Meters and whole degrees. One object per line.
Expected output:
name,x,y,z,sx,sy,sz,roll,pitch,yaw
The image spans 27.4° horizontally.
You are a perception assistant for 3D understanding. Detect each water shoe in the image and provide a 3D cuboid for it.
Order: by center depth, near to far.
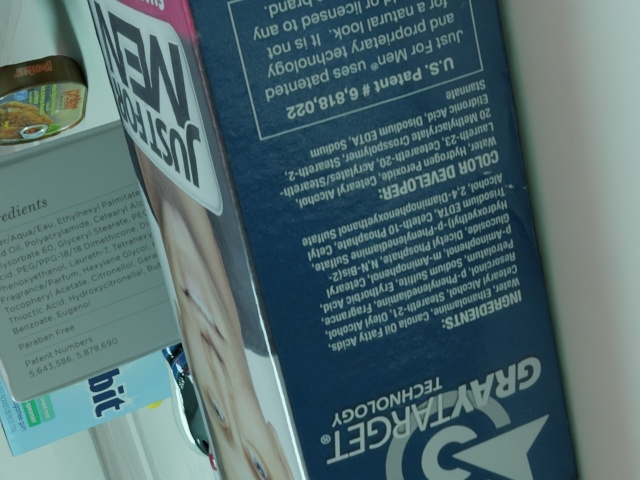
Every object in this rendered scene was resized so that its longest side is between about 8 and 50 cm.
water shoe,-0.081,0.070,0.964,0.080,0.073,0.203,7,121,49

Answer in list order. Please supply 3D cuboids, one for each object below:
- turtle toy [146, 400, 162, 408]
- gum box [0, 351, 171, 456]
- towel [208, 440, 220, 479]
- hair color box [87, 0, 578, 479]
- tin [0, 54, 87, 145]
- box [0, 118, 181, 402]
turtle toy,-0.234,0.140,1.533,0.095,0.066,0.130,-130,26,-52
gum box,-0.188,0.090,1.098,0.157,0.184,0.041,88,157,-47
towel,-0.018,0.240,0.842,0.237,0.037,0.329,-108,2,-76
hair color box,0.000,0.000,0.503,0.174,0.105,0.347,-142,35,-64
tin,-0.294,-0.142,1.341,0.190,0.106,0.040,137,121,-72
box,-0.111,-0.004,0.733,0.181,0.182,0.119,-179,69,-74
